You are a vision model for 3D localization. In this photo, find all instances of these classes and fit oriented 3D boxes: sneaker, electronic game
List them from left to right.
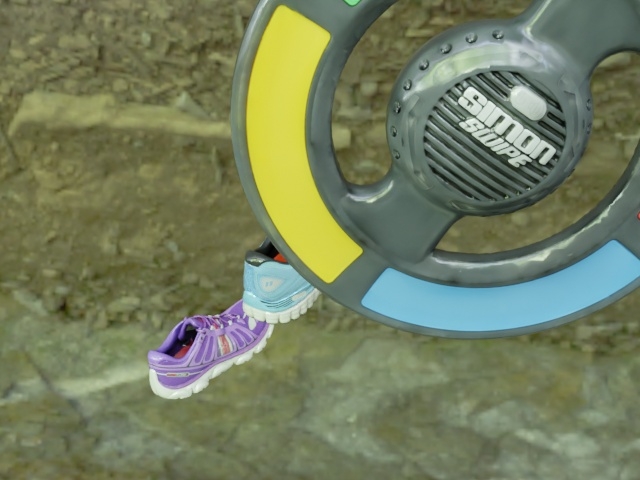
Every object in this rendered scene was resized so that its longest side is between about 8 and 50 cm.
[{"bbox_3d":[-0.115,0.103,1.024,0.068,0.071,0.170,15,-143,36],"label":"sneaker"},{"bbox_3d":[0.000,0.000,0.772,0.063,0.162,0.073,19,133,36],"label":"sneaker"},{"bbox_3d":[0.074,-0.052,0.420,0.229,0.048,0.229,1,119,1],"label":"electronic game"}]
